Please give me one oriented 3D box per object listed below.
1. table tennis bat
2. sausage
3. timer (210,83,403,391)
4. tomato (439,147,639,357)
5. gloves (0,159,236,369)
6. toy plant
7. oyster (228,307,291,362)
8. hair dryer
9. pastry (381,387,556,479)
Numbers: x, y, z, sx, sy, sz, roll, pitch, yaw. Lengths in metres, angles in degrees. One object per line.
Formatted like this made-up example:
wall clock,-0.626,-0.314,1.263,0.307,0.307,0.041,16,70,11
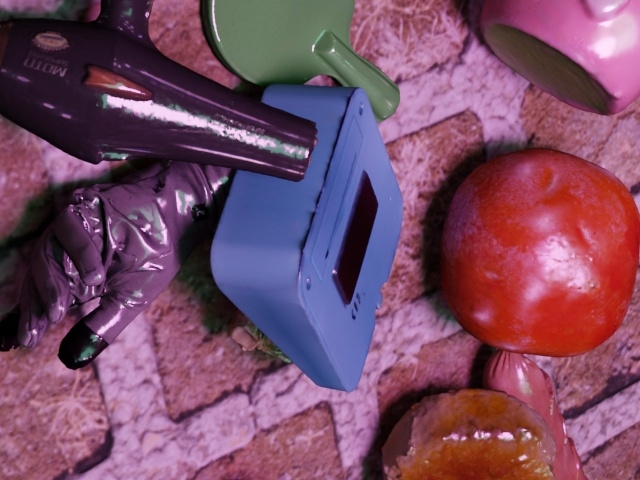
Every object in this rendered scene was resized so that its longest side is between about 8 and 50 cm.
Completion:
table tennis bat,-0.010,-0.201,1.595,0.257,0.039,0.160,40,82,-34
sausage,0.272,0.279,1.940,0.088,0.088,0.433,-39,125,-20
timer,0.000,0.000,1.590,0.250,0.091,0.232,62,38,-53
tomato,0.236,0.015,1.754,0.232,0.188,0.232,-11,110,-33
gloves,-0.184,0.015,1.492,0.285,0.119,0.142,-41,123,-36
toy plant,0.339,-0.299,1.682,0.356,0.317,0.210,-56,169,-14
oyster,-0.044,0.039,1.634,0.163,0.081,0.191,-61,137,-39
hair dryer,-0.122,-0.232,1.435,0.304,0.120,0.359,12,85,-12
pastry,0.162,0.244,1.806,0.192,0.093,0.182,-7,124,-2
